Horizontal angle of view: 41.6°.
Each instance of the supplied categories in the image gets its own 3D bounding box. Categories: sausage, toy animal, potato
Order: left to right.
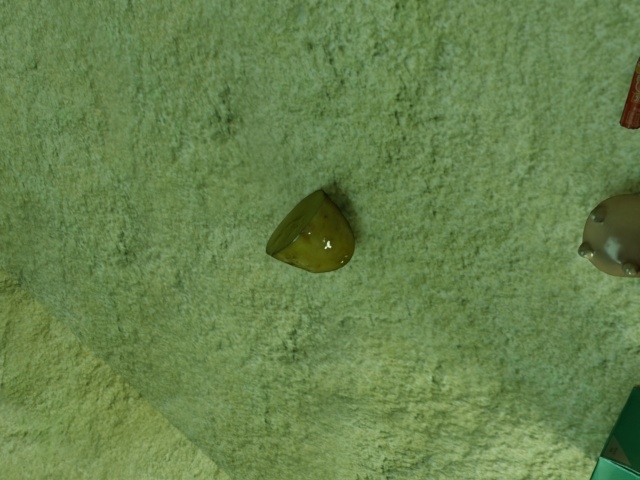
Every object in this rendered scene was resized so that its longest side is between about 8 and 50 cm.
[{"bbox_3d":[0.000,0.000,1.842,0.158,0.178,0.203,36,130,-15],"label":"potato"},{"bbox_3d":[0.487,-0.230,1.282,0.034,0.034,0.129,25,138,24],"label":"sausage"},{"bbox_3d":[0.548,0.017,1.355,0.250,0.154,0.167,26,118,28],"label":"toy animal"}]

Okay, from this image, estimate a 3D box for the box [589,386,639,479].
[{"bbox_3d":[0.606,0.466,1.674,0.118,0.205,0.311,23,138,22],"label":"box"}]
